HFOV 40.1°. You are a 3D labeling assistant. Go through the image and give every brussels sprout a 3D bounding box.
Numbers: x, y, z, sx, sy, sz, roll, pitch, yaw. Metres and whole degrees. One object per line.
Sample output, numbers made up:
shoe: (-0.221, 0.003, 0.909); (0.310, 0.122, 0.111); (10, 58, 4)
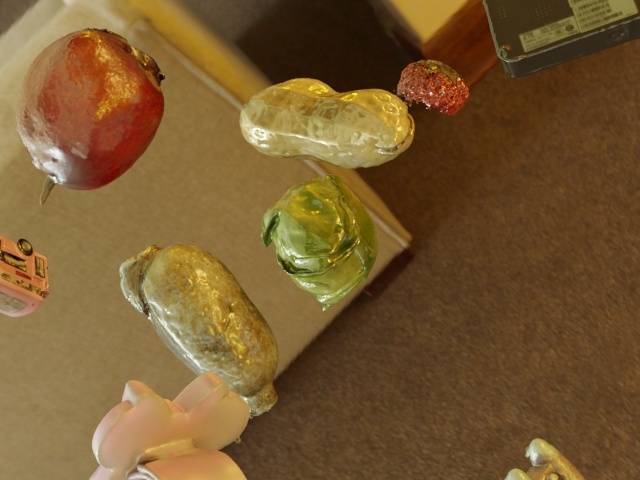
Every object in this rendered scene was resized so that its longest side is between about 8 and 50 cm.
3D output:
brussels sprout: (0.001, -0.002, 1.877); (0.227, 0.259, 0.294); (-19, 40, 12)

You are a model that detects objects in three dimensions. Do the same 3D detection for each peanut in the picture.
peanut: (0.008, -0.179, 1.352); (0.290, 0.130, 0.130); (13, 75, 28)

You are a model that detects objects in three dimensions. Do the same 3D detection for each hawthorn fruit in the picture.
hawthorn fruit: (-0.321, -0.164, 1.181); (0.189, 0.189, 0.251); (25, 77, 40)

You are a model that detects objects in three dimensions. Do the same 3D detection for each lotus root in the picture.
lotus root: (-0.178, 0.139, 1.461); (0.175, 0.349, 0.175); (-39, 9, 7)

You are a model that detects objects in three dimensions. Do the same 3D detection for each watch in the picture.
watch: (-0.150, 0.312, 1.021); (0.217, 0.211, 0.248); (44, 123, 37)

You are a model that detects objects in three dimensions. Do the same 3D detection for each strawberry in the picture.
strawberry: (0.219, -0.300, 1.703); (0.145, 0.145, 0.086); (54, 129, 39)

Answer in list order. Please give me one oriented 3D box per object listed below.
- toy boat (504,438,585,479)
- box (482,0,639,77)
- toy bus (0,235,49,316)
toy boat: (0.394, 0.432, 1.398); (0.085, 0.155, 0.227); (-30, 95, 45)
box: (0.432, -0.394, 1.357); (0.350, 0.058, 0.211); (-18, 60, 17)
toy bus: (-0.418, 0.024, 1.052); (0.063, 0.203, 0.090); (-31, 54, 20)
